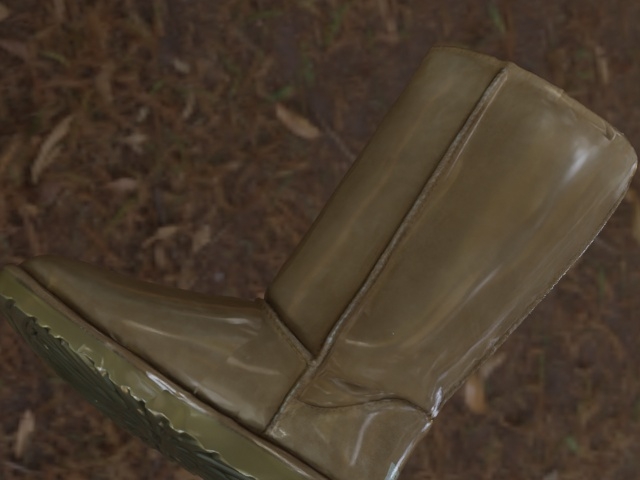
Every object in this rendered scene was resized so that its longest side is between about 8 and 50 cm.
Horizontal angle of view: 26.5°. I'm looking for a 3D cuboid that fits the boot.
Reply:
[{"bbox_3d":[0.000,0.000,0.708,0.236,0.089,0.269,35,68,5],"label":"boot"}]
